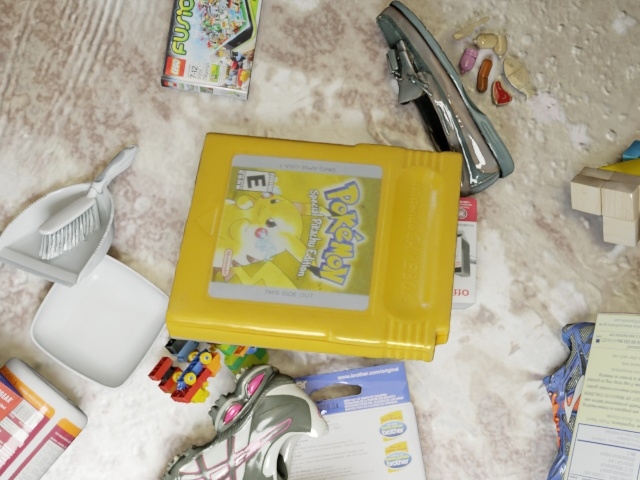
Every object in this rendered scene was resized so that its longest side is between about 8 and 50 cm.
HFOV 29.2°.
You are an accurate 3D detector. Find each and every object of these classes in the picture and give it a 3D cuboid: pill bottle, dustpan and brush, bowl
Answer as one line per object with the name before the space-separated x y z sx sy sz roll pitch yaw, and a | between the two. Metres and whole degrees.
pill bottle | -0.384 0.254 1.419 0.121 0.121 0.221 40 79 2
dustpan and brush | -0.287 -0.042 1.499 0.147 0.060 0.211 17 44 31
bowl | -0.265 0.098 1.491 0.142 0.053 0.142 33 79 0

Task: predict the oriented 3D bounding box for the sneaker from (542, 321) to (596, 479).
sneaker | 0.314 0.202 1.524 0.087 0.083 0.221 16 75 12

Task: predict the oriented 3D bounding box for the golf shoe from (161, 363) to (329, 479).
golf shoe | -0.108 0.273 1.418 0.120 0.105 0.273 39 99 12

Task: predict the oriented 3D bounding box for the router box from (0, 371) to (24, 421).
router box | -0.555 0.164 1.381 0.301 0.082 0.335 -44 65 -10

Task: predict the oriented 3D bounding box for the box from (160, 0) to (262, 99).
box | -0.134 -0.291 1.576 0.114 0.036 0.207 8 80 -4

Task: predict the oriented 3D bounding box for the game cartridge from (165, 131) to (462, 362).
game cartridge | 0.000 0.000 1.456 0.323 0.053 0.285 4 56 6

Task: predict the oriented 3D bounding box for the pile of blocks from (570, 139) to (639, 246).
pile of blocks | 0.498 -0.072 1.578 0.362 0.149 0.113 -9 125 2

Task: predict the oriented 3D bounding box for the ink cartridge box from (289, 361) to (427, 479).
ink cartridge box | 0.036 0.313 1.478 0.185 0.065 0.311 -8 84 -4

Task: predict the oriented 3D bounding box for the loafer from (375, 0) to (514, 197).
loafer | 0.141 -0.178 1.557 0.084 0.096 0.267 -34 87 -4

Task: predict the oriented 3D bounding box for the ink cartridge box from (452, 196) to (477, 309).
ink cartridge box | 0.145 0.015 1.541 0.099 0.056 0.135 2 80 -6

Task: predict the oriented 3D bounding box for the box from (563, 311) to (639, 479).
box | 0.417 0.229 1.454 0.213 0.117 0.243 21 78 -34

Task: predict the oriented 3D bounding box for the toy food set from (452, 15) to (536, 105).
toy food set | 0.222 -0.227 1.609 0.078 0.019 0.122 -29 92 -9

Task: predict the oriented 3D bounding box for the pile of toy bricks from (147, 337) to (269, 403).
pile of toy bricks | -0.101 0.132 1.488 0.105 0.118 0.212 51 61 -24
